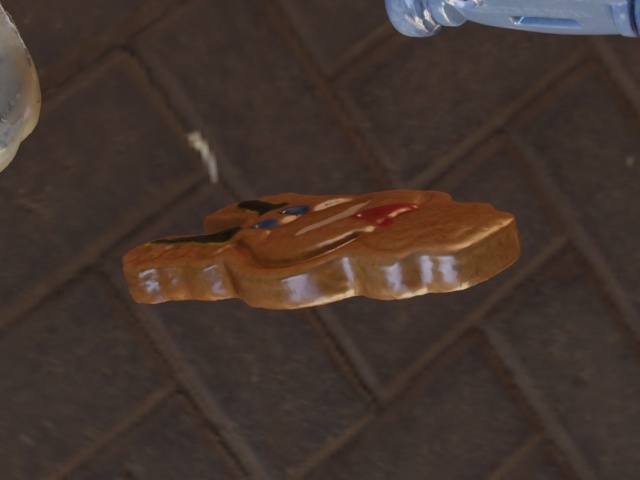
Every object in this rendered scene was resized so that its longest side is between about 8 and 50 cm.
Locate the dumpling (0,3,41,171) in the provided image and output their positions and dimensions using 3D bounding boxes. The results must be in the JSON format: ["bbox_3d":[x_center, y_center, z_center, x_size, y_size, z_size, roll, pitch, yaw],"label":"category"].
[{"bbox_3d":[-0.241,-0.075,1.071,0.118,0.199,0.136,31,64,4],"label":"dumpling"}]

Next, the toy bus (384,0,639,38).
[{"bbox_3d":[0.124,-0.250,1.009,0.294,0.197,0.231,32,69,-57],"label":"toy bus"}]

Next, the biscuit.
[{"bbox_3d":[0.000,0.000,1.302,0.202,0.334,0.047,-26,110,-43],"label":"biscuit"}]
